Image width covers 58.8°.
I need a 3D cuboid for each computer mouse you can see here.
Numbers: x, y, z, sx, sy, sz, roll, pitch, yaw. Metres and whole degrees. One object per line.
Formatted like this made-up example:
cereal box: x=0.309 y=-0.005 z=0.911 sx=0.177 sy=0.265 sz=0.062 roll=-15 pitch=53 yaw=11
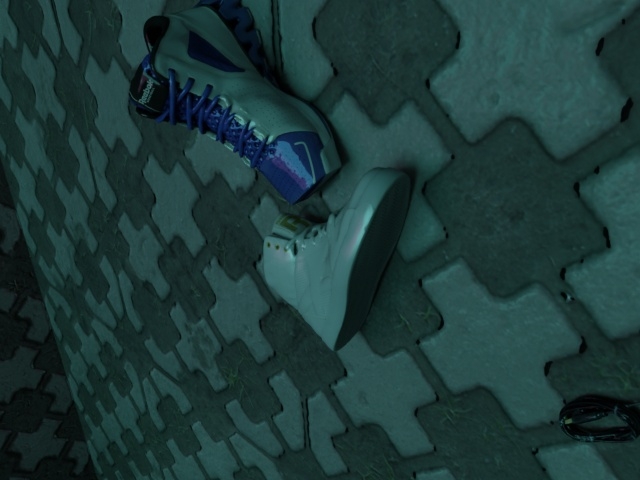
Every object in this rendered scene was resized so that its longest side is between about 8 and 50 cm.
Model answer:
computer mouse: x=0.306 y=0.141 z=0.515 sx=0.071 sy=0.041 sz=0.242 roll=50 pitch=140 yaw=15

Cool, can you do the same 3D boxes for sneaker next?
sneaker: x=0.000 y=0.000 z=0.723 sx=0.169 sy=0.108 sz=0.293 roll=39 pitch=136 yaw=23
sneaker: x=-0.132 y=-0.168 z=0.717 sx=0.316 sy=0.182 sz=0.127 roll=57 pitch=142 yaw=10
